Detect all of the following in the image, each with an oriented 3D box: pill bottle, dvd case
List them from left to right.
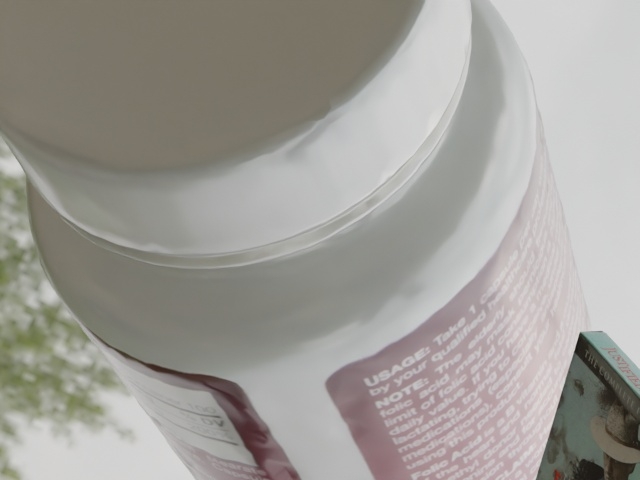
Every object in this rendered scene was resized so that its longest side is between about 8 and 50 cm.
[{"bbox_3d":[0.000,0.000,0.822,0.224,0.392,0.224,-7,-123,11],"label":"pill bottle"},{"bbox_3d":[0.094,0.102,0.592,0.087,0.013,0.119,-125,-137,-54],"label":"dvd case"}]
